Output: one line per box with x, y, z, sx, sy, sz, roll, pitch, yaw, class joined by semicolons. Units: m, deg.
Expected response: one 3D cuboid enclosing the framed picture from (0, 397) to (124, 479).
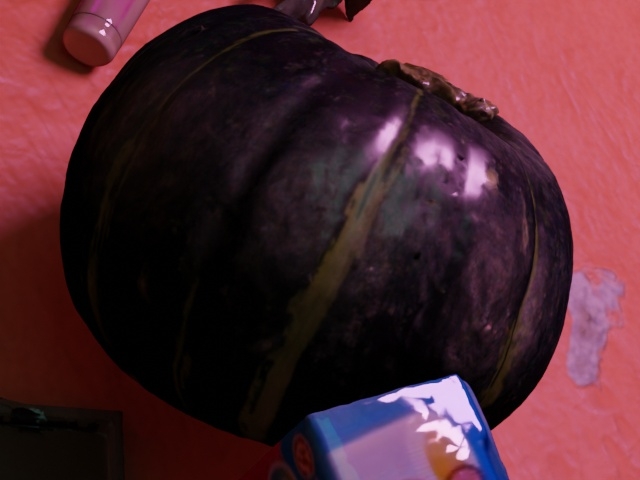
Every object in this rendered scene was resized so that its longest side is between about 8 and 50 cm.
-0.243;0.183;0.909;0.281;0.019;0.209;8;60;-23;framed picture

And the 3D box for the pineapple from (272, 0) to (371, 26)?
0.017;-0.316;1.248;0.169;0.169;0.340;17;63;-18;pineapple

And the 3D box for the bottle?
-0.149;-0.170;1.141;0.045;0.045;0.096;29;56;-10;bottle

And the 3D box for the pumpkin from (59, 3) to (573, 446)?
0.000;0.000;0.963;0.323;0.323;0.241;22;96;-14;pumpkin

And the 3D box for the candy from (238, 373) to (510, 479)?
0.004;0.203;0.843;0.100;0.306;0.157;-10;69;-30;candy
